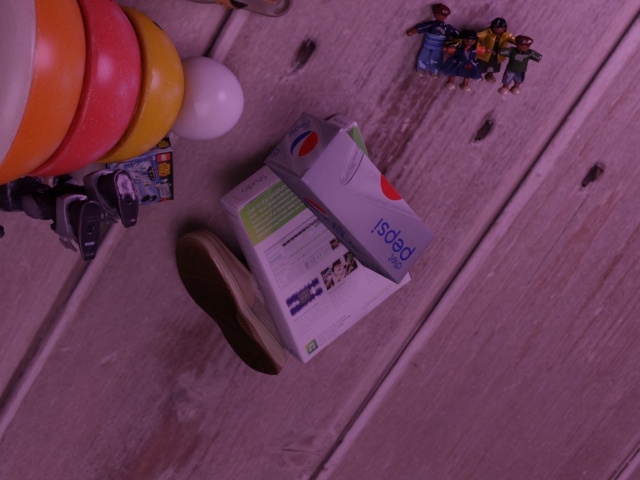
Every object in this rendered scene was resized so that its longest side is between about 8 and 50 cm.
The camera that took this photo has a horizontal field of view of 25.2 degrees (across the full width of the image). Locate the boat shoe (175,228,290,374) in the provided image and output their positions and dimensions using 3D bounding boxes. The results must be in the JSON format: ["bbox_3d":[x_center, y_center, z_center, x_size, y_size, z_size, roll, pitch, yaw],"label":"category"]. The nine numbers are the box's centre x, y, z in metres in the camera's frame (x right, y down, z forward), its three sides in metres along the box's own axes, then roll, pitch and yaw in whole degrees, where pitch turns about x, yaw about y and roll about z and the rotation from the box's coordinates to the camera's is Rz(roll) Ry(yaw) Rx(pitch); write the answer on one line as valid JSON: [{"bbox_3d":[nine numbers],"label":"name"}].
[{"bbox_3d":[-0.122,0.079,2.210,0.098,0.109,0.302,-55,132,-28],"label":"boat shoe"}]

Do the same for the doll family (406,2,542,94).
[{"bbox_3d":[0.222,-0.280,2.083,0.193,0.076,0.111,0,128,-15],"label":"doll family"}]

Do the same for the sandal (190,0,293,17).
[{"bbox_3d":[-0.115,-0.339,1.946,0.180,0.049,0.072,12,119,-25],"label":"sandal"}]

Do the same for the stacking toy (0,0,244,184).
[{"bbox_3d":[-0.304,-0.211,1.874,0.480,0.350,0.350,4,124,-43],"label":"stacking toy"}]

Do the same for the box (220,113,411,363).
[{"bbox_3d":[0.000,0.000,2.165,0.232,0.058,0.322,-37,131,-20],"label":"box"}]

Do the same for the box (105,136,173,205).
[{"bbox_3d":[-0.258,-0.094,2.046,0.094,0.027,0.137,-10,153,-11],"label":"box"}]

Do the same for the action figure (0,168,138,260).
[{"bbox_3d":[-0.376,-0.053,1.937,0.185,0.285,0.099,-26,117,-41],"label":"action figure"}]

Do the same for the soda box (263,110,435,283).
[{"bbox_3d":[0.047,-0.059,2.071,0.098,0.091,0.286,-52,133,-9],"label":"soda box"}]
